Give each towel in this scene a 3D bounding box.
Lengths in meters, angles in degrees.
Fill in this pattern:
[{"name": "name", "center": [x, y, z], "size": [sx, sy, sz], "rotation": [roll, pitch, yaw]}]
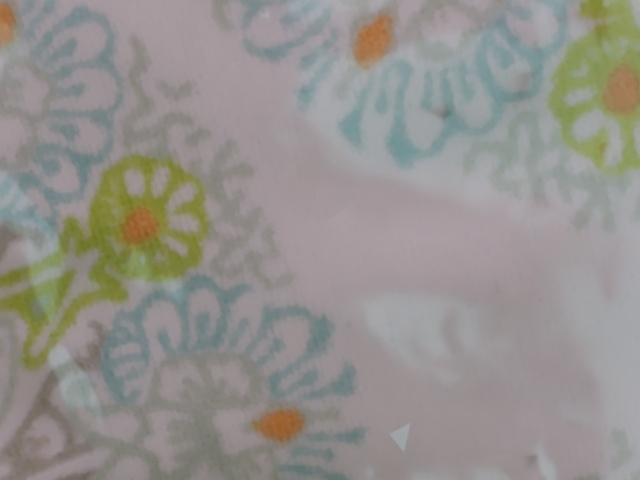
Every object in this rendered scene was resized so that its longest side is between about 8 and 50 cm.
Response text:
[{"name": "towel", "center": [0.000, 0.000, 0.568], "size": [0.374, 0.090, 0.320], "rotation": [-11, 103, 14]}]
